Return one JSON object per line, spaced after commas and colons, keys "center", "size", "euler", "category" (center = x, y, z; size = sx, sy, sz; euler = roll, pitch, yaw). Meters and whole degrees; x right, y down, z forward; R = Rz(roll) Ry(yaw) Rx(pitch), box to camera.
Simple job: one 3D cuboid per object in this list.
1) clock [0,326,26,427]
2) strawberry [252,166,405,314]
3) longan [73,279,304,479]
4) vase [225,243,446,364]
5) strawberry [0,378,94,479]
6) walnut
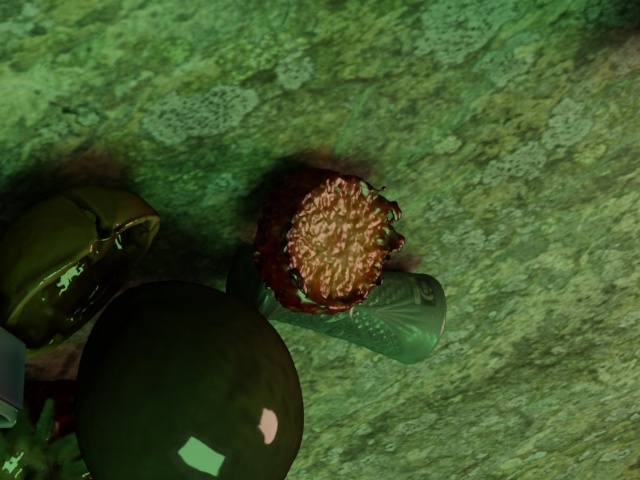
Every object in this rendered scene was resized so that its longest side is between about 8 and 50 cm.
{"center": [-0.351, 0.103, 1.344], "size": [0.193, 0.073, 0.145], "euler": [-1, 162, 11], "category": "clock"}
{"center": [0.000, 0.000, 1.529], "size": [0.145, 0.145, 0.086], "euler": [9, 172, -36], "category": "strawberry"}
{"center": [-0.124, 0.147, 1.500], "size": [0.215, 0.246, 0.246], "euler": [-20, 147, -28], "category": "longan"}
{"center": [0.013, 0.060, 1.637], "size": [0.219, 0.096, 0.096], "euler": [14, 131, -36], "category": "vase"}
{"center": [-0.248, 0.243, 1.672], "size": [0.205, 0.205, 0.244], "euler": [-27, 166, 7], "category": "strawberry"}
{"center": [-0.233, 0.016, 1.442], "size": [0.167, 0.087, 0.211], "euler": [-33, 167, -41], "category": "walnut"}
